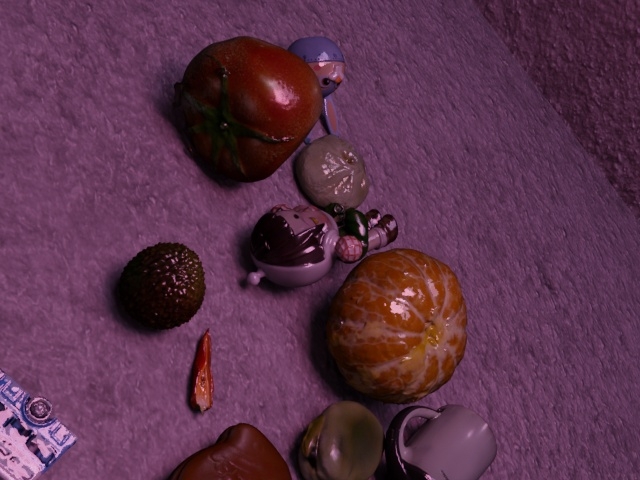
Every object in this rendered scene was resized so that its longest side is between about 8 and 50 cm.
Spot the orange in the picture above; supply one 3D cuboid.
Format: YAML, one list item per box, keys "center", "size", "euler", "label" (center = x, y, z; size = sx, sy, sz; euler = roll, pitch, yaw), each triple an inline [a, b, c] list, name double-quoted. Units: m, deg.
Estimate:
- center: [0.158, 0.176, 1.624]
  size: [0.329, 0.249, 0.330]
  euler: [0, 89, -44]
  label: "orange"

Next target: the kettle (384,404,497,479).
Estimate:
- center: [0.228, 0.444, 1.610]
  size: [0.236, 0.161, 0.221]
  euler: [-30, 91, -46]
  label: "kettle"

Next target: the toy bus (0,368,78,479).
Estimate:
- center: [-0.501, 0.232, 1.105]
  size: [0.297, 0.106, 0.131]
  euler: [46, 44, -9]
  label: "toy bus"

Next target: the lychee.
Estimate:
- center: [-0.274, 0.075, 1.372]
  size: [0.171, 0.171, 0.171]
  euler: [23, 51, -32]
  label: "lychee"

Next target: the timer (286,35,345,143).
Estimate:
- center: [0.001, -0.388, 1.929]
  size: [0.175, 0.175, 0.256]
  euler: [-10, 73, -46]
  label: "timer"

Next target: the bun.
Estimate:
- center: [0.039, -0.161, 1.853]
  size: [0.195, 0.118, 0.196]
  euler: [26, 50, -34]
  label: "bun"

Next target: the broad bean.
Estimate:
- center: [0.042, 0.400, 1.521]
  size: [0.228, 0.100, 0.169]
  euler: [18, 61, -50]
  label: "broad bean"

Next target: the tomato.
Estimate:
- center: [-0.140, -0.278, 1.630]
  size: [0.304, 0.303, 0.239]
  euler: [53, 43, -3]
  label: "tomato"

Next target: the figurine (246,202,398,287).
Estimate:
- center: [0.000, 0.000, 1.650]
  size: [0.369, 0.281, 0.167]
  euler: [-13, 116, -38]
  label: "figurine"

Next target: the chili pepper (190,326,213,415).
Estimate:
- center: [-0.217, 0.240, 1.422]
  size: [0.045, 0.027, 0.178]
  euler: [24, 51, -36]
  label: "chili pepper"

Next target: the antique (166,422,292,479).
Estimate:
- center: [-0.154, 0.439, 1.267]
  size: [0.223, 0.129, 0.278]
  euler: [33, 41, -20]
  label: "antique"
